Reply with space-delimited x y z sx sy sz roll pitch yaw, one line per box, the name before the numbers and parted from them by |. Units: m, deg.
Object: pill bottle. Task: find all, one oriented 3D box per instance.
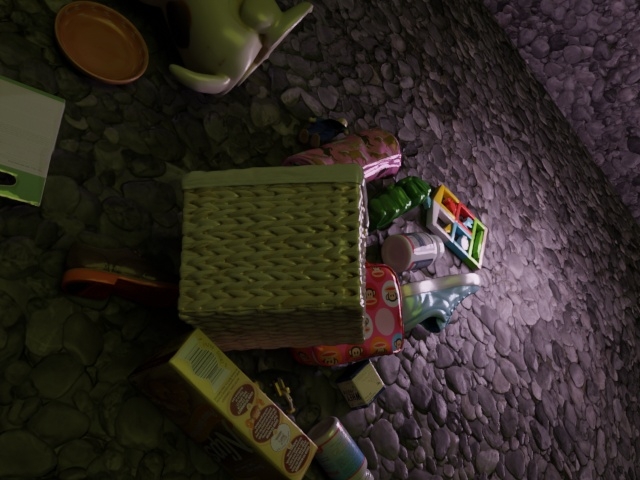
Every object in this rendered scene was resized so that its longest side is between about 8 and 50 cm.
pill bottle | 0.044 0.466 1.199 0.160 0.087 0.087 55 45 -5
pill bottle | 0.269 0.030 1.602 0.180 0.108 0.108 -5 73 -43

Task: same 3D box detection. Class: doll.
doll | 0.017 -0.313 1.565 0.129 0.046 0.189 27 36 23

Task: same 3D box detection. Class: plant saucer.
plant saucer | -0.475 -0.422 1.214 0.200 0.037 0.200 21 56 -34

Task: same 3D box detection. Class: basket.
basket | -0.067 0.047 1.058 0.331 0.328 0.266 -4 68 4

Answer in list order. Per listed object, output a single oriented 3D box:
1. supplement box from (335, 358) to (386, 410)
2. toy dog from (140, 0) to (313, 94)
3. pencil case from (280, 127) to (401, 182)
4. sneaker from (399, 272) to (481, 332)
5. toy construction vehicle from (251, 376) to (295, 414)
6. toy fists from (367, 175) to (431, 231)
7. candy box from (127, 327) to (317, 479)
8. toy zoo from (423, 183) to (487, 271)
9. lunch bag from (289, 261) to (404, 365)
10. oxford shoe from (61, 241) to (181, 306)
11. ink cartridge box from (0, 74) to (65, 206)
supplement box | 0.096 0.342 1.328 0.083 0.056 0.083 -32 92 -45
toy dog | -0.299 -0.557 1.309 0.408 0.284 0.395 46 64 -13
pencil case | 0.065 -0.194 1.489 0.167 0.160 0.386 51 42 8
sneaker | 0.323 0.181 1.574 0.366 0.135 0.150 -6 81 -34
toy construction vehicle | -0.102 0.330 1.173 0.086 0.035 0.098 -16 81 -45
toy fists | 0.212 -0.113 1.598 0.279 0.142 0.096 -27 88 -46
candy box | -0.177 0.311 1.009 0.316 0.183 0.087 49 48 -12
toy zoo | 0.442 -0.056 1.854 0.293 0.030 0.192 41 48 -20
lunch bag | 0.060 0.153 1.313 0.293 0.120 0.258 1 80 -37
oxford shoe | -0.338 0.061 1.057 0.271 0.097 0.098 16 54 -36
ink cartridge box | -0.568 -0.180 0.997 0.171 0.056 0.235 18 61 -34
